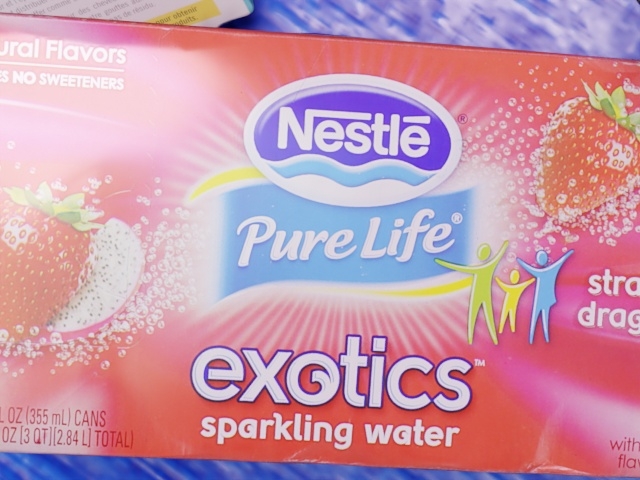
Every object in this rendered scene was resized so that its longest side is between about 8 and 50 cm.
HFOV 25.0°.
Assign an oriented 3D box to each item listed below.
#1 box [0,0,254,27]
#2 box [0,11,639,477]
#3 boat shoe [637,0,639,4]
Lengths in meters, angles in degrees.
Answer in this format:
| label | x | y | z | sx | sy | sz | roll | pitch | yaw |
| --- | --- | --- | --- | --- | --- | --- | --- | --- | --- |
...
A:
| label | x | y | z | sx | sy | sz | roll | pitch | yaw |
| --- | --- | --- | --- | --- | --- | --- | --- | --- | --- |
| box | -0.115 | -0.156 | 0.458 | 0.100 | 0.244 | 0.060 | -19 | 49 | 11 |
| box | 0.000 | 0.000 | 0.465 | 0.257 | 0.122 | 0.128 | 4 | 93 | -6 |
| boat shoe | 0.214 | -0.009 | 0.400 | 0.335 | 0.121 | 0.119 | 18 | 103 | -22 |
